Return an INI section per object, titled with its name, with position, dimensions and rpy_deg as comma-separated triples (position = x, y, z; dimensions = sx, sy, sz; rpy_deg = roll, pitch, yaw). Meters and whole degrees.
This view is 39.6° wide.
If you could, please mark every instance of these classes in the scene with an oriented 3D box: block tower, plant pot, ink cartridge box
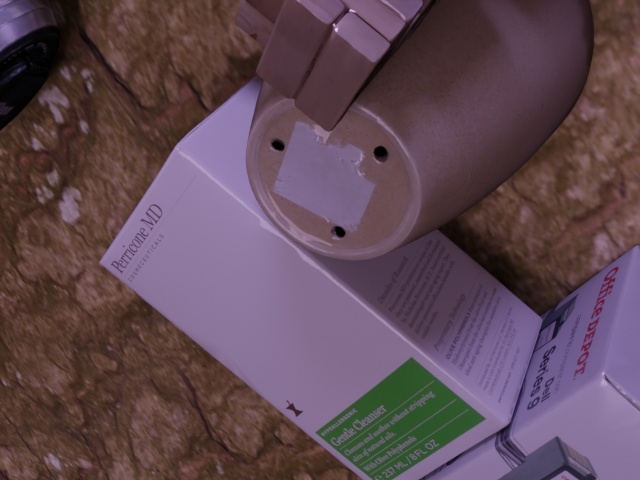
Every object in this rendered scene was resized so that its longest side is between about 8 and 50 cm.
[block tower]
position = 0.079, -0.226, 0.558
dimensions = 0.091, 0.335, 0.097
rpy_deg = 39, 156, -2
[plant pot]
position = 0.058, -0.109, 0.693
dimensions = 0.257, 0.274, 0.256
rpy_deg = 14, 127, 19
[ink cartridge box]
position = 0.224, 0.166, 0.840
dimensions = 0.121, 0.211, 0.289
rpy_deg = 41, 129, -2

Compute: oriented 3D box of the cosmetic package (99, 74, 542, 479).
[cosmetic package]
position = 0.001, 0.047, 0.847
dimensions = 0.365, 0.155, 0.197
rpy_deg = 38, 133, -4

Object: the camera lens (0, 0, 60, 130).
[camera lens]
position = -0.421, -0.228, 0.890
dimensions = 0.274, 0.219, 0.219
rpy_deg = 45, 130, -7
